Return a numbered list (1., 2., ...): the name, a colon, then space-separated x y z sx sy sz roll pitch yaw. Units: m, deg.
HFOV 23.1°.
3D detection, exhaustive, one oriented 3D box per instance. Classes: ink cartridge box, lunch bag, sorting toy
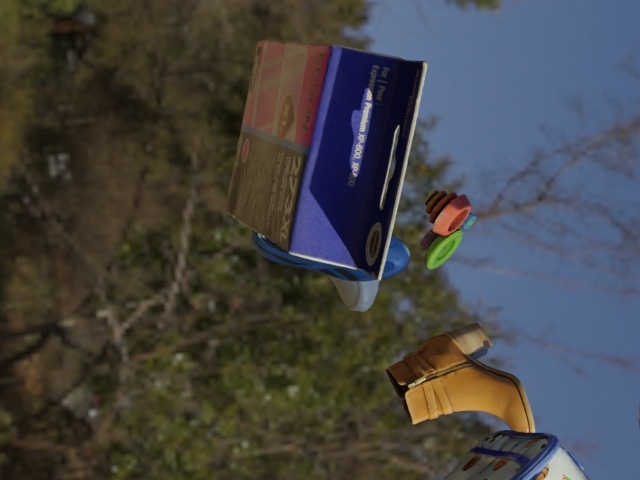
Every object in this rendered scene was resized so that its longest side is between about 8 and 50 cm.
1. ink cartridge box: -0.006 -0.082 1.368 0.371 0.069 0.175 -153 -105 -72
2. lunch bag: 0.199 0.324 1.871 0.115 0.243 0.303 47 -9 -3
3. sorting toy: 0.121 -0.020 1.576 0.042 0.061 0.102 42 -34 20

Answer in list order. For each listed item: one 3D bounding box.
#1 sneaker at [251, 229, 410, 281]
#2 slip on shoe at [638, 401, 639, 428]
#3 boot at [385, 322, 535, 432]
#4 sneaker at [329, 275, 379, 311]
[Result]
1. sneaker: 0.014 0.010 2.021 0.082 0.209 0.069 124 -24 -83
2. slip on shoe: 0.360 0.161 1.465 0.123 0.331 0.101 45 -67 12
3. boot: 0.195 0.221 2.175 0.197 0.152 0.073 57 -17 29
4. sneaker: 0.000 0.000 2.221 0.090 0.115 0.232 -37 -108 50
